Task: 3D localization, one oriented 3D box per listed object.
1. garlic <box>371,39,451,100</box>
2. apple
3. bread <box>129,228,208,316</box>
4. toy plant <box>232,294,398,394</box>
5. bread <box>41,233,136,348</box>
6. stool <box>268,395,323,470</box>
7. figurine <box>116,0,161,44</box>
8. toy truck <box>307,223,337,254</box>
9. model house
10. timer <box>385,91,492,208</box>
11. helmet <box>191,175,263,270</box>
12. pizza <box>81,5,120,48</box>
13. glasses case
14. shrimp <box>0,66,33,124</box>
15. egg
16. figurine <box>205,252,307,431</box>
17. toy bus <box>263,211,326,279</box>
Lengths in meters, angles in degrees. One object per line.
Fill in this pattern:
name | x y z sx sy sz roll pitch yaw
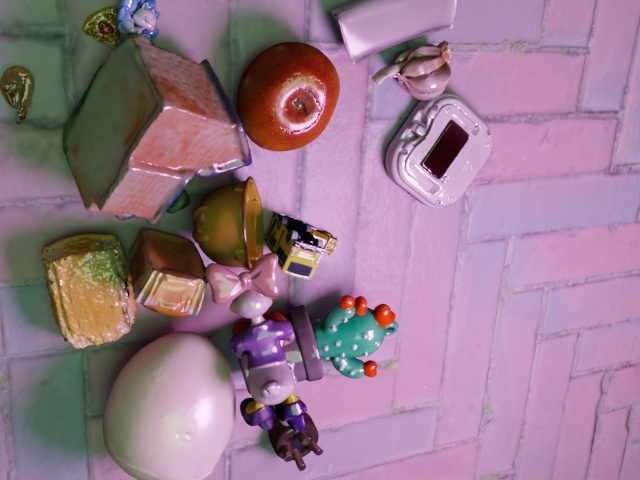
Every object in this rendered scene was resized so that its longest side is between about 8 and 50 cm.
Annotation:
garlic | 0.212 -0.379 1.418 0.194 0.131 0.127 -20 112 -26
apple | -0.065 -0.299 1.305 0.210 0.173 0.235 10 105 -26
bread | -0.319 0.066 1.281 0.136 0.241 0.107 17 105 -27
toy plant | -0.002 0.253 1.511 0.400 0.185 0.279 -16 110 -9
bread | -0.481 0.110 1.297 0.174 0.121 0.245 -10 116 -10
stool | -0.069 0.498 1.614 0.125 0.121 0.217 -16 119 -16
figurine | -0.348 -0.436 1.189 0.114 0.079 0.114 -33 132 -47
toy truck | 0.000 0.000 1.504 0.083 0.054 0.049 23 97 -29
model house | -0.301 -0.196 1.230 0.312 0.245 0.280 -46 151 26
timer | 0.300 -0.219 1.539 0.237 0.087 0.262 33 92 -28
helmet | -0.204 -0.031 1.328 0.140 0.257 0.205 -1 84 0
pizza | -0.411 -0.410 1.201 0.083 0.025 0.078 -40 116 -7
glasses case | 0.167 -0.501 1.388 0.308 0.083 0.128 -24 121 -14
shrimp | -0.581 -0.277 1.177 0.059 0.023 0.108 13 103 -17
egg | -0.326 0.368 1.368 0.283 0.283 0.345 17 89 -27
figurine | -0.127 0.223 1.289 0.154 0.193 0.421 -12 104 -5
toy bus | -0.065 0.009 1.415 0.088 0.175 0.101 16 108 -27
